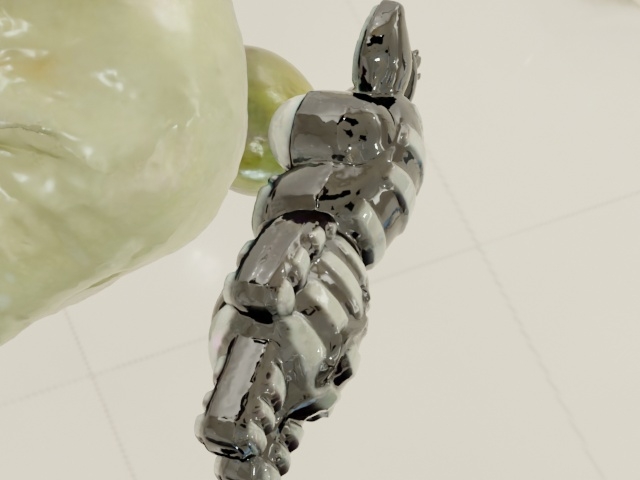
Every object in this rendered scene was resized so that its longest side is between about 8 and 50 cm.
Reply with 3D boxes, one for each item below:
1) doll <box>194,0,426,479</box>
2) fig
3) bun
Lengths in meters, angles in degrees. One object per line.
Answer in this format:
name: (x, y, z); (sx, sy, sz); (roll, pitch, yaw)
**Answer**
doll: (0.000, 0.000, 0.532); (0.067, 0.091, 0.219); (8, 54, 23)
fig: (-0.058, -0.103, 1.140); (0.153, 0.120, 0.136); (31, 40, -52)
bun: (-0.209, -0.104, 0.736); (0.213, 0.361, 0.361); (-5, 62, -51)
